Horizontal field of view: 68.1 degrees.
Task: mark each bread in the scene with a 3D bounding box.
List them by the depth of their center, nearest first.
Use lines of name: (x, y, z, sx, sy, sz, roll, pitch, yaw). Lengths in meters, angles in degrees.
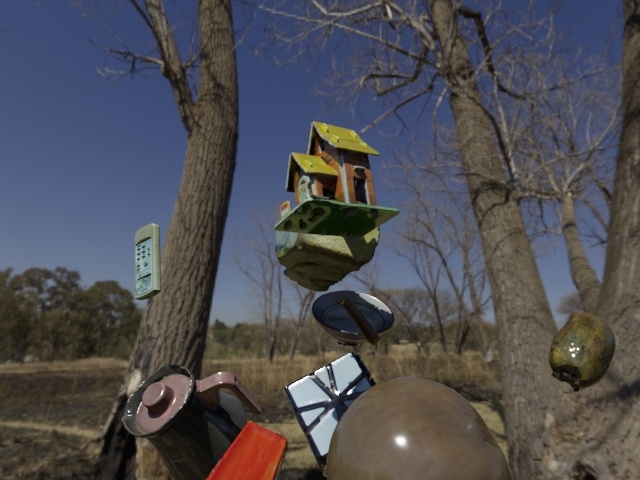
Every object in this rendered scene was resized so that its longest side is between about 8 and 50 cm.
bread: (0.000, -0.005, 1.686, 0.263, 0.240, 0.395, 25, -34, -21)

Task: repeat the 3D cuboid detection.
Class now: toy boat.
toy boat: (-0.186, 0.555, 0.991, 0.145, 0.332, 0.133, 23, -55, 9)

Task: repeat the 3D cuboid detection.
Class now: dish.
dish: (0.119, 0.311, 1.811, 0.315, 0.107, 0.316, 5, 24, -2)

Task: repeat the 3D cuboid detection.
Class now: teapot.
teapot: (-0.390, 0.562, 1.499, 0.375, 0.306, 0.362, -26, -52, 7)

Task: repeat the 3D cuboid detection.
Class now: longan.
longan: (0.153, 0.365, 0.755, 0.296, 0.298, 0.297, 1, -13, 0)

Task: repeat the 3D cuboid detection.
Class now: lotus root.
lotus root: (0.786, 0.320, 1.417, 0.151, 0.160, 0.274, -4, 25, 42)

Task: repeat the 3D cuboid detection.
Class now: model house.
model house: (-0.002, -0.169, 1.380, 0.300, 0.324, 0.340, 5, -22, -31)

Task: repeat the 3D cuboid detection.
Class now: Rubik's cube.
Rubik's cube: (0.069, 0.597, 1.628, 0.293, 0.289, 0.284, -27, -33, -12)

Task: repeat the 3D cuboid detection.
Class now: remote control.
remote control: (-0.532, 0.063, 1.458, 0.098, 0.234, 0.038, -23, -26, 28)

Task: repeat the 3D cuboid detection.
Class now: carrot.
carrot: (0.124, 0.254, 1.496, 0.042, 0.171, 0.042, -39, -5, -4)
